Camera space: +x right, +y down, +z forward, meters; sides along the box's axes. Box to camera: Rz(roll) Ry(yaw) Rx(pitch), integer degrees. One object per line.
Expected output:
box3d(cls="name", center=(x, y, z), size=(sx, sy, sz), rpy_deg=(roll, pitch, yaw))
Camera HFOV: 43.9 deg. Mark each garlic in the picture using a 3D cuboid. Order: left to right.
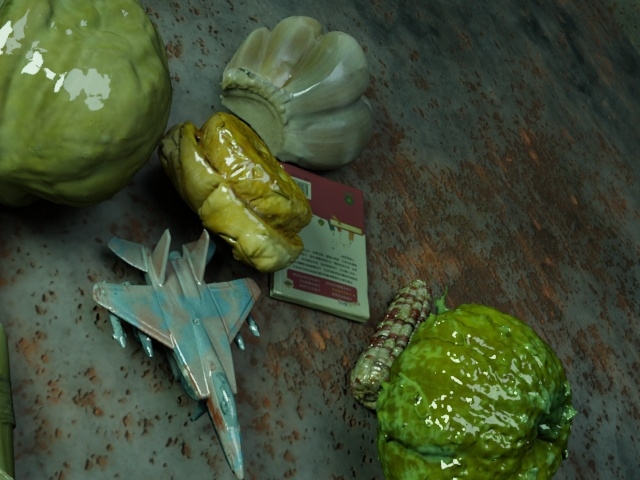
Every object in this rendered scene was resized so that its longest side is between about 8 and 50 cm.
box3d(cls="garlic", center=(-0.028, -0.235, 1.253), size=(0.237, 0.210, 0.292), rpy_deg=(21, 39, 23))

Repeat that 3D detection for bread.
box3d(cls="bread", center=(-0.106, -0.065, 1.049), size=(0.236, 0.120, 0.198), rpy_deg=(51, 7, 1))

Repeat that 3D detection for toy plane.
box3d(cls="toy plane", center=(-0.147, 0.129, 0.936), size=(0.223, 0.104, 0.326), rpy_deg=(1, 60, -37))

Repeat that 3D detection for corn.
box3d(cls="corn", center=(0.110, 0.145, 1.158), size=(0.079, 0.079, 0.237), rpy_deg=(42, 42, -9))

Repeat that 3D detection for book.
box3d(cls="book", center=(0.000, 0.000, 1.193), size=(0.162, 0.022, 0.232), rpy_deg=(17, 55, -26))

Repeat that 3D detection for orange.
box3d(cls="orange", center=(0.201, 0.232, 1.025), size=(0.301, 0.223, 0.300), rpy_deg=(-34, 119, -42))

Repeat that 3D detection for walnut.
box3d(cls="walnut", center=(-0.315, -0.173, 0.893), size=(0.282, 0.253, 0.277), rpy_deg=(31, 48, -20))

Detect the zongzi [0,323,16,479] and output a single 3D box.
box3d(cls="zongzi", center=(-0.404, 0.175, 0.720), size=(0.242, 0.112, 0.221), rpy_deg=(0, 51, -23))
